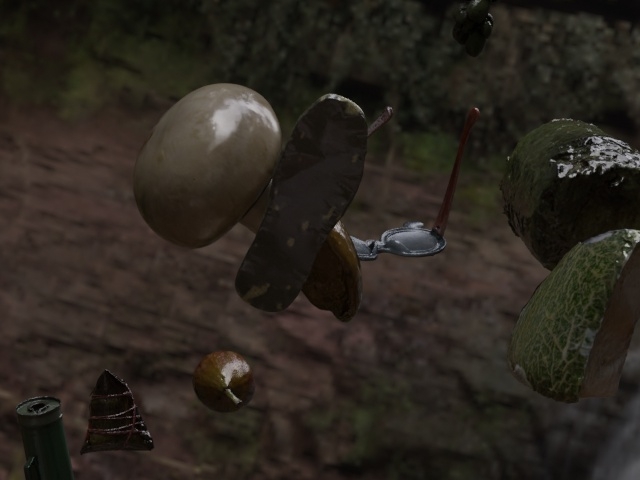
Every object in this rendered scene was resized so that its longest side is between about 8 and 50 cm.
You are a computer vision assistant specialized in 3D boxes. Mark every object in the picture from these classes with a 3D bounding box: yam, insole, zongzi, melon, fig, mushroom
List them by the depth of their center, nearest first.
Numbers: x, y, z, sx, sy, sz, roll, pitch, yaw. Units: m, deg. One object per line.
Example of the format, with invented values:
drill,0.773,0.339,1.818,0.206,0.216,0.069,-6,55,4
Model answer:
melon,0.231,0.088,1.378,0.093,0.139,0.202,25,-49,-7
zongzi,-0.188,0.148,1.454,0.067,0.083,0.073,-4,10,-3
insole,-0.017,-0.031,1.519,0.081,0.248,0.011,24,30,-3
mushroom,-0.109,-0.073,1.842,0.204,0.204,0.204,15,-12,3
yam,0.347,-0.054,2.130,0.195,0.195,0.300,17,10,-7
fig,-0.129,0.196,2.156,0.089,0.089,0.125,18,0,-9

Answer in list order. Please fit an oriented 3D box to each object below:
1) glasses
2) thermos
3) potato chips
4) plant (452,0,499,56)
glasses,0.116,-0.096,2.402,0.234,0.268,0.118,-1,29,-34
thermos,-0.434,0.349,2.536,0.073,0.187,0.083,-9,19,-4
potato chips,0.001,0.001,2.011,0.208,0.062,0.195,58,-18,11
plant,0.235,-0.353,2.296,0.087,0.174,0.085,11,14,-37
